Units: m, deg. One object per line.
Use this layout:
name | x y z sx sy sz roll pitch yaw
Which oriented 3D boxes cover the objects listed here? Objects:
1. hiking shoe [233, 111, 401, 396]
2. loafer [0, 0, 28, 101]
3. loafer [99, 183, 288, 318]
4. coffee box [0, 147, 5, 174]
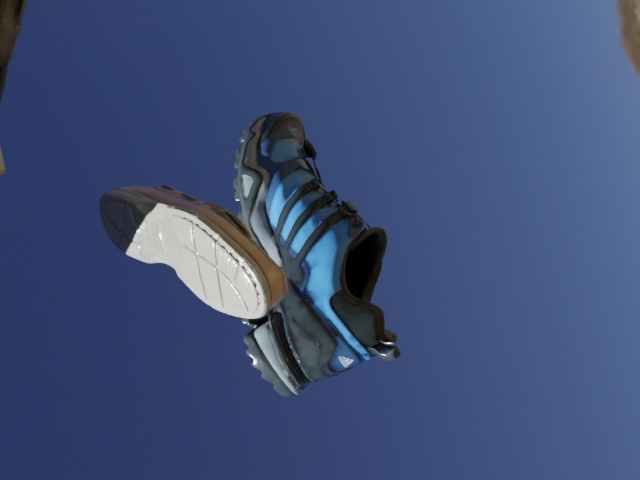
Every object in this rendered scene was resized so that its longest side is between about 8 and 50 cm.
hiking shoe | 0.000 0.000 1.126 0.113 0.132 0.304 56 -157 -53
loafer | -0.167 -0.045 0.532 0.084 0.267 0.096 -15 -132 -40
loafer | -0.054 -0.003 0.562 0.039 0.125 0.045 -27 -55 -35
coffee box | -0.432 -0.078 1.084 0.141 0.247 0.098 -47 -52 -72
